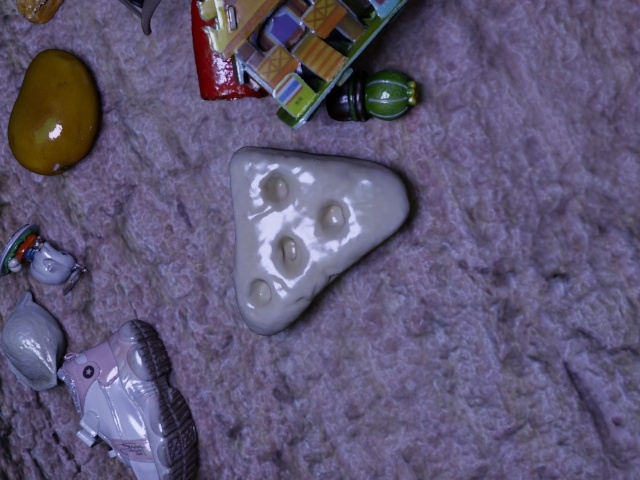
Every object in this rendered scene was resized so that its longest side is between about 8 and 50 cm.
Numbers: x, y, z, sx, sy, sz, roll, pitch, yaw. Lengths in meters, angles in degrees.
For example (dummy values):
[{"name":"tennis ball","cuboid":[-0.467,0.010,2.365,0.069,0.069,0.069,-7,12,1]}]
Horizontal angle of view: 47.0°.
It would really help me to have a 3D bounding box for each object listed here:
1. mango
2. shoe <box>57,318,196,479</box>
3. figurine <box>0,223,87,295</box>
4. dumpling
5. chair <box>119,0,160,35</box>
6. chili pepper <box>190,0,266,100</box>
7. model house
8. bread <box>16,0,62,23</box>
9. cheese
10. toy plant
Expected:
[{"name":"mango","cuboid":[-0.529,-0.254,1.478,0.175,0.139,0.254,17,93,8]},{"name":"shoe","cuboid":[-0.379,0.348,1.460,0.198,0.172,0.351,-21,76,7]},{"name":"figurine","cuboid":[-0.574,0.054,1.536,0.154,0.132,0.132,30,102,-2]},{"name":"dumpling","cuboid":[-0.613,0.228,1.553,0.216,0.126,0.166,42,120,6]},{"name":"chair","cuboid":[-0.334,-0.529,1.383,0.272,0.166,0.188,46,105,13]},{"name":"chili pepper","cuboid":[-0.175,-0.430,1.360,0.135,0.131,0.338,-1,95,20]},{"name":"model house","cuboid":[-0.043,-0.412,1.194,0.313,0.242,0.357,41,96,-19]},{"name":"bread","cuboid":[-0.581,-0.503,1.521,0.111,0.044,0.083,-42,81,18]},{"name":"cheese","cuboid":[0.000,0.000,1.337,0.328,0.129,0.351,-1,93,8]},{"name":"toy plant","cuboid":[0.094,-0.259,1.317,0.162,0.093,0.092,2,95,17]}]
